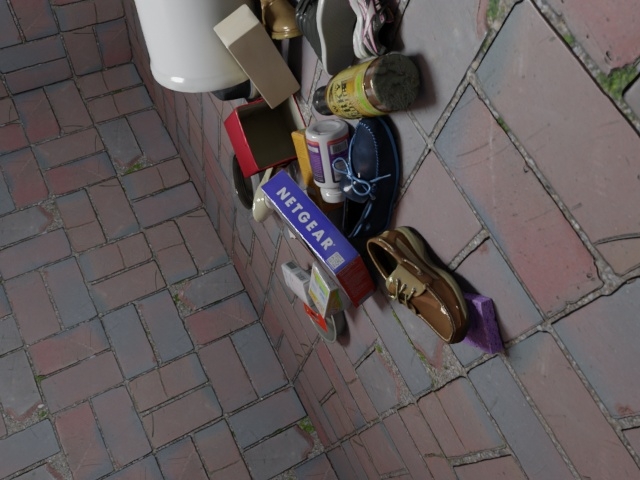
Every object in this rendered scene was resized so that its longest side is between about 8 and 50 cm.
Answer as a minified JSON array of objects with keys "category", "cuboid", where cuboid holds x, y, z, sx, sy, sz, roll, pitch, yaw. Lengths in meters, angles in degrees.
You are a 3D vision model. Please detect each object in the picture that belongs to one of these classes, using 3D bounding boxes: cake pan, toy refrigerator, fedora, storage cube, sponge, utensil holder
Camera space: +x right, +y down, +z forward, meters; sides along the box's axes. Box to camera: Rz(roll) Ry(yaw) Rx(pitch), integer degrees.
[{"category":"cake pan","cuboid":[0.003,0.227,2.154,0.293,0.054,0.293,54,157,35]},{"category":"toy refrigerator","cuboid":[-0.160,-0.473,1.556,0.094,0.102,0.269,56,-175,29]},{"category":"fedora","cuboid":[-0.311,-0.570,1.943,0.334,0.152,0.334,54,158,35]},{"category":"storage cube","cuboid":[-0.158,-0.308,1.777,0.215,0.183,0.193,69,162,-6]},{"category":"sponge","cuboid":[0.305,0.164,1.291,0.210,0.031,0.117,14,124,68]},{"category":"utensil holder","cuboid":[-0.331,-0.647,1.592,0.328,0.327,0.386,50,155,41]},{"category":"fedora","cuboid":[-0.237,-0.223,2.181,0.244,0.124,0.276,47,145,40]}]

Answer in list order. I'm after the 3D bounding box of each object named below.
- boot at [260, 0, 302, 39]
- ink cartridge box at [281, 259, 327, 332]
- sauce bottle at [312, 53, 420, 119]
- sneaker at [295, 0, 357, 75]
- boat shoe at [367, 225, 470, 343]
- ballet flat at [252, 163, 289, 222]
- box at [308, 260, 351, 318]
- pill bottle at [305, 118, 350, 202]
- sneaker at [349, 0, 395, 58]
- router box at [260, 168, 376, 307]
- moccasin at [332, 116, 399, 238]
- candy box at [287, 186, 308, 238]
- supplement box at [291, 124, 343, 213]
[{"category":"boot","cuboid":[-0.115,-0.633,1.438,0.236,0.089,0.270,40,146,53]},{"category":"ink cartridge box","cuboid":[-0.058,0.207,2.134,0.189,0.066,0.233,36,140,56]},{"category":"sauce bottle","cuboid":[0.078,-0.307,1.250,0.344,0.111,0.112,14,125,68]},{"category":"sneaker","cuboid":[0.005,-0.483,1.226,0.147,0.104,0.296,56,167,19]},{"category":"boat shoe","cuboid":[0.199,0.097,1.297,0.324,0.119,0.123,-121,30,-46]},{"category":"ballet flat","cuboid":[-0.151,-0.176,1.925,0.086,0.086,0.249,158,128,-71]},{"category":"box","cuboid":[0.037,0.144,1.887,0.114,0.103,0.203,59,160,25]},{"category":"pill bottle","cuboid":[0.029,-0.198,1.511,0.108,0.108,0.194,43,149,51]},{"category":"sneaker","cuboid":[0.106,-0.433,1.124,0.077,0.072,0.178,17,130,37]},{"category":"router box","cuboid":[0.000,0.000,1.642,0.335,0.082,0.301,49,176,26]},{"category":"moccasin","cuboid":[0.104,-0.122,1.376,0.138,0.116,0.342,49,155,42]},{"category":"candy box","cuboid":[-0.062,-0.088,1.946,0.196,0.070,0.165,11,122,67]},{"category":"supplement box","cuboid":[-0.006,-0.196,1.658,0.080,0.078,0.234,30,140,61]}]
